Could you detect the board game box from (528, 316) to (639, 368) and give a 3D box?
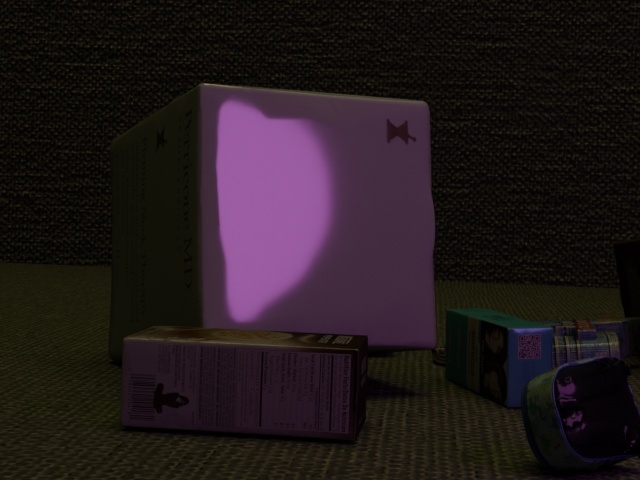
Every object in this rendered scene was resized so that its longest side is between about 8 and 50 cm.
[{"bbox_3d":[0.399,0.154,2.033,0.194,0.060,0.194,-4,2,7],"label":"board game box"}]

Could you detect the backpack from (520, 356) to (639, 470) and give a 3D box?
[{"bbox_3d":[0.241,0.169,1.265,0.114,0.105,0.084,-1,-19,-41],"label":"backpack"}]

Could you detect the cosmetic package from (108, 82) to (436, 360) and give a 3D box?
[{"bbox_3d":[-0.078,-0.005,1.805,0.327,0.329,0.394,2,-8,-25],"label":"cosmetic package"}]

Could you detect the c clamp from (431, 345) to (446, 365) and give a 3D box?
[{"bbox_3d":[0.233,0.155,2.037,0.161,0.022,0.137,-25,15,-28],"label":"c clamp"}]

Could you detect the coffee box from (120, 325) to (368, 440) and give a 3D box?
[{"bbox_3d":[-0.076,0.149,1.426,0.246,0.098,0.141,2,3,6],"label":"coffee box"}]

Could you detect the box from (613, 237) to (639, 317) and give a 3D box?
[{"bbox_3d":[0.563,0.082,2.084,0.143,0.191,0.381,-9,-1,2],"label":"box"}]

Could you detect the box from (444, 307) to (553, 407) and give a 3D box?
[{"bbox_3d":[0.227,0.149,1.731,0.060,0.100,0.244,0,2,-13],"label":"box"}]
